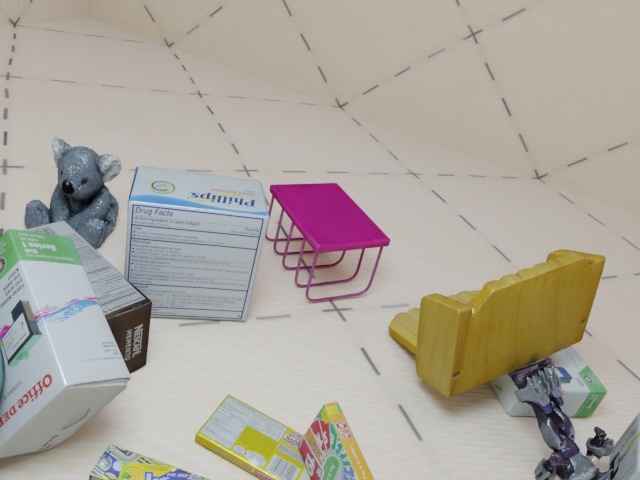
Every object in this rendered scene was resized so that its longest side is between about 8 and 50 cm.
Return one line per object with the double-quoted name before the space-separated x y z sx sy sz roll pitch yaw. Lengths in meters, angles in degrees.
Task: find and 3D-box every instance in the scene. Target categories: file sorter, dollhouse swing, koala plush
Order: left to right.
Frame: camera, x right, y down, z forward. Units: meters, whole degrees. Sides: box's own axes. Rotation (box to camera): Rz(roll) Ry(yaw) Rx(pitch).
"koala plush" -0.577 -0.132 1.274 0.196 0.221 0.203 17 31 2
"file sorter" 0.000 0.000 1.367 0.202 0.182 0.291 -5 36 -28
"dollhouse swing" 0.335 0.118 1.137 0.346 0.315 0.305 -16 35 -18

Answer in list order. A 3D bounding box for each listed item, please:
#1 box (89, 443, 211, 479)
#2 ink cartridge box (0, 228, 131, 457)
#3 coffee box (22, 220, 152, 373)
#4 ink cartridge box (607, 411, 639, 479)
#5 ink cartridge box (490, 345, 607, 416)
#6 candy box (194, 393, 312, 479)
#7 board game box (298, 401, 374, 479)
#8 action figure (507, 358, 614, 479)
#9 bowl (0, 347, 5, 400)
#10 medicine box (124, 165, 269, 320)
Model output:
"box" -0.254 0.369 0.791 0.169 0.054 0.059 19 32 3
"ink cartridge box" -0.443 0.155 0.812 0.278 0.201 0.117 57 18 23
"coffee box" -0.457 0.115 0.991 0.297 0.168 0.119 34 35 26
"ink cartridge box" 0.612 0.437 1.008 0.072 0.127 0.175 26 32 20
"ink cartridge box" 0.498 0.309 1.192 0.212 0.093 0.154 4 33 -14
"candy box" -0.101 0.352 0.912 0.206 0.027 0.105 25 30 13
"board game box" 0.044 0.391 0.797 0.039 0.124 0.259 -1 42 -34
"action figure" 0.455 0.374 0.998 0.185 0.099 0.285 -7 67 -35
"bowl" -0.546 0.192 0.691 0.311 0.311 0.163 34 3 27
"medicine box" -0.268 0.015 1.116 0.263 0.289 0.149 6 33 -17
